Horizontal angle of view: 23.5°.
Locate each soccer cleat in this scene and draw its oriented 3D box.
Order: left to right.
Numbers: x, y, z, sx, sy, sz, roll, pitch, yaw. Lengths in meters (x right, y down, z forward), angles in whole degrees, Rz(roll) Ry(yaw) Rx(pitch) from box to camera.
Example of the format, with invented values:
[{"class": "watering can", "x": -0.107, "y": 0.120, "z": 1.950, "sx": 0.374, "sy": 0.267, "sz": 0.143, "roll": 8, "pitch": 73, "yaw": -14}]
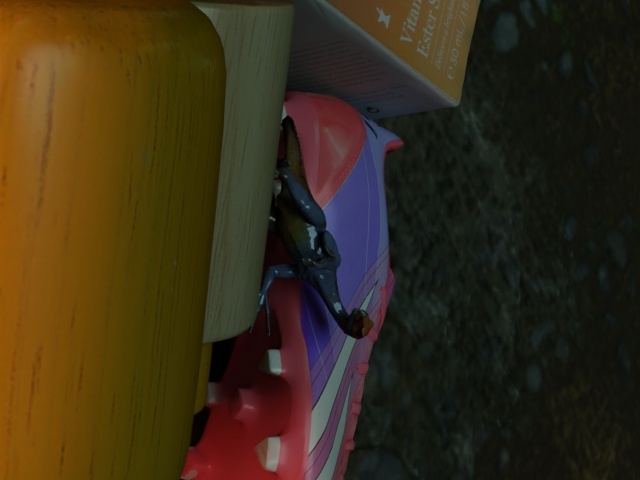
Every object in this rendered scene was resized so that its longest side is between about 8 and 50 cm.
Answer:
[{"class": "soccer cleat", "x": -0.004, "y": 0.052, "z": 0.705, "sx": 0.095, "sy": 0.083, "sz": 0.248, "roll": 12, "pitch": 74, "yaw": -37}]

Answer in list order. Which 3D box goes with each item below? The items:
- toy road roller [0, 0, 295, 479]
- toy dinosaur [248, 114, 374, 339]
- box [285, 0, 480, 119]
[{"class": "toy road roller", "x": -0.096, "y": -0.012, "z": 0.472, "sx": 0.329, "sy": 0.240, "sz": 0.202, "roll": -8, "pitch": 109, "yaw": -49}, {"class": "toy dinosaur", "x": 0.000, "y": 0.000, "z": 0.650, "sx": 0.082, "sy": 0.047, "sz": 0.090, "roll": 51, "pitch": 50, "yaw": -21}, {"class": "box", "x": -0.007, "y": -0.149, "z": 0.714, "sx": 0.170, "sy": 0.091, "sz": 0.130, "roll": 31, "pitch": 65, "yaw": -42}]
